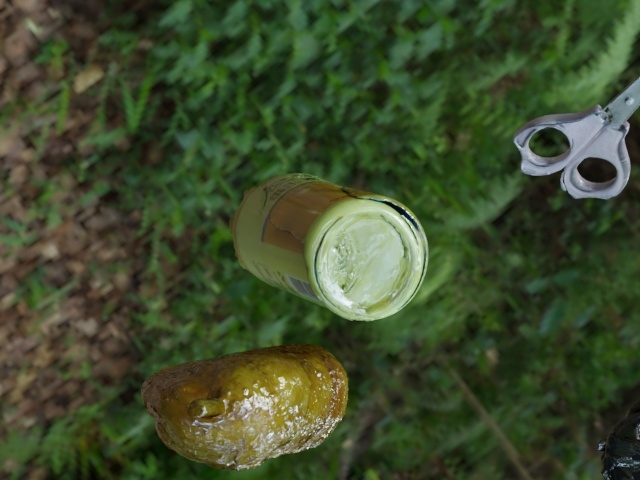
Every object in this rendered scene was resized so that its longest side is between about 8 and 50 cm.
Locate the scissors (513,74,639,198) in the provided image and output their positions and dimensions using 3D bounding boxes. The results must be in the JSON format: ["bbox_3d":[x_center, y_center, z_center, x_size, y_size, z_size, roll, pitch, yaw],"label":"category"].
[{"bbox_3d":[0.227,-0.099,1.112,0.189,0.100,0.015,-49,-159,42],"label":"scissors"}]

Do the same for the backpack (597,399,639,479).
[{"bbox_3d":[0.410,0.236,1.490,0.258,0.206,0.133,0,-164,34],"label":"backpack"}]

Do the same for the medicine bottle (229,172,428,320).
[{"bbox_3d":[0.000,0.000,1.408,0.124,0.124,0.239,-32,-160,-16],"label":"medicine bottle"}]

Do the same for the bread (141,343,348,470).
[{"bbox_3d":[-0.051,0.120,1.059,0.124,0.084,0.344,-10,176,8],"label":"bread"}]
